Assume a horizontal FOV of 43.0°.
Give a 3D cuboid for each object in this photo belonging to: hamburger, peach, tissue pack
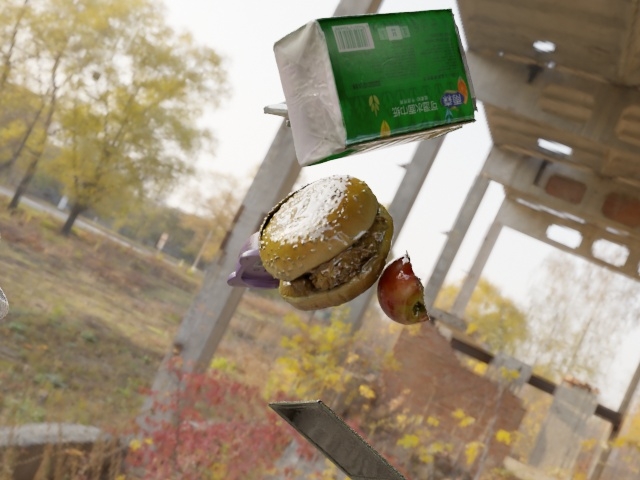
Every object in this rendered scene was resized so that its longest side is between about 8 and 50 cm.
[{"bbox_3d":[0.005,0.002,1.047,0.118,0.182,0.191,44,19,-29],"label":"hamburger"},{"bbox_3d":[0.100,0.062,1.017,0.098,0.061,0.098,-20,90,-89],"label":"peach"},{"bbox_3d":[0.052,-0.179,0.968,0.209,0.148,0.156,-17,2,-36],"label":"tissue pack"}]

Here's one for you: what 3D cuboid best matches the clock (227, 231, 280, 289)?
[{"bbox_3d":[-0.096,0.032,1.374,0.110,0.050,0.153,2,-27,-20],"label":"clock"}]

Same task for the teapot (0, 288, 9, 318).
[{"bbox_3d":[-0.397,0.006,0.806,0.245,0.116,0.159,33,36,27],"label":"teapot"}]

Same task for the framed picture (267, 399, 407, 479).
[{"bbox_3d":[0.033,0.386,1.560,0.252,0.014,0.197,45,-30,-16],"label":"framed picture"}]
